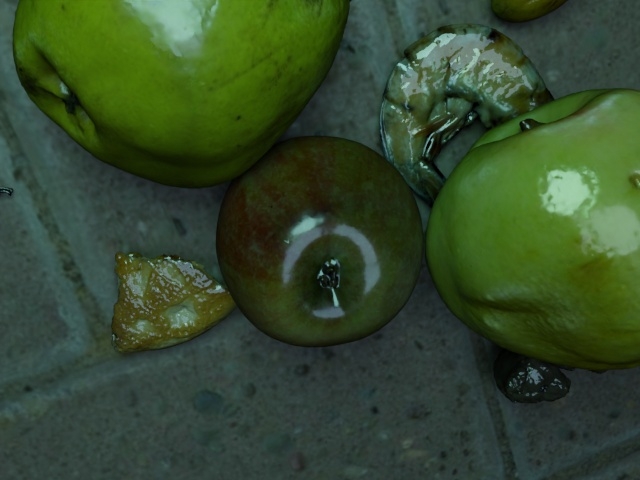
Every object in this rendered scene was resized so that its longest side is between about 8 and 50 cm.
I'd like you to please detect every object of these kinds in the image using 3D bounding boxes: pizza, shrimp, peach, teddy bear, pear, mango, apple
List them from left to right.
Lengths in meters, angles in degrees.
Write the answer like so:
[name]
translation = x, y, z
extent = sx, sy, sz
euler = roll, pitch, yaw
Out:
[pizza]
translation = -0.217, 0.074, 0.756
extent = 0.182, 0.062, 0.161
euler = -34, 114, 5
[pear]
translation = -0.115, -0.216, 0.592
extent = 0.375, 0.287, 0.287
euler = -28, 108, -26
[apple]
translation = 0.000, 0.000, 0.680
extent = 0.256, 0.234, 0.257
euler = -1, 102, -6
[shrimp]
translation = 0.226, -0.117, 0.780
extent = 0.233, 0.071, 0.365
euler = -34, 108, 10
[mango]
translation = 0.290, -0.355, 0.713
extent = 0.115, 0.089, 0.165
euler = 14, 104, -11
[teddy bear]
translation = 0.340, 0.164, 0.834
extent = 0.190, 0.177, 0.140
euler = -46, 61, 3
[peach]
translation = 0.291, -0.009, 0.644
extent = 0.315, 0.314, 0.281
euler = 47, 53, -14

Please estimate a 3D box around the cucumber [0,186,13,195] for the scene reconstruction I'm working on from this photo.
[cucumber]
translation = -0.459, -0.019, 0.700
extent = 0.163, 0.039, 0.043
euler = -40, 128, 4
